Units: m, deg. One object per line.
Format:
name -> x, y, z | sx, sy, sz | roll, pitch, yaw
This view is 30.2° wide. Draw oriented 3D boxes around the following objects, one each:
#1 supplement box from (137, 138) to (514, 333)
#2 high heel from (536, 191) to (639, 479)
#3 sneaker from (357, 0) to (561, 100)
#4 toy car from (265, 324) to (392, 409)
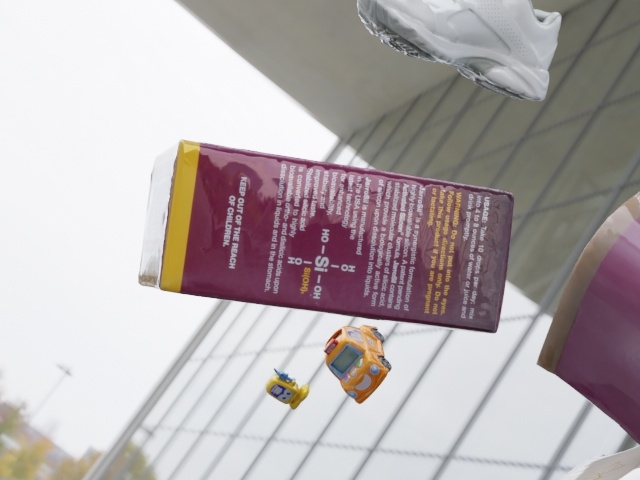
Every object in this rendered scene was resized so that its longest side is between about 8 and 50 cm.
supplement box -> 0.000, 0.000, 0.668 | 0.188, 0.080, 0.104 | 8, -2, -15
high heel -> 0.162, 0.155, 0.501 | 0.181, 0.127, 0.377 | 38, -27, 29
sneaker -> 0.136, -0.218, 1.129 | 0.232, 0.115, 0.090 | 17, 6, -36
toy car -> -0.002, 0.097, 0.821 | 0.040, 0.060, 0.122 | 31, -50, -23
